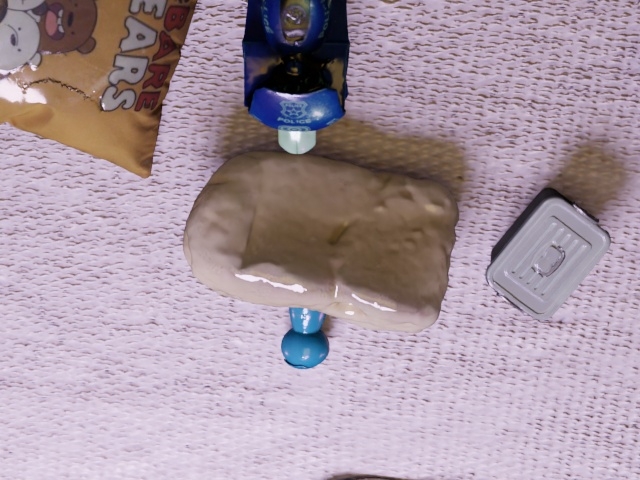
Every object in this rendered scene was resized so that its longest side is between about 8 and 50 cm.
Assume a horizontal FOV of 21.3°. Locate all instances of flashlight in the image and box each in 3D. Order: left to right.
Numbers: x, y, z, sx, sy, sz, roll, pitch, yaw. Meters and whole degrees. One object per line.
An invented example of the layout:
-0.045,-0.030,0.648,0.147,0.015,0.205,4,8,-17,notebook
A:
-0.013,0.069,1.730,0.051,0.051,0.129,4,107,1,flashlight

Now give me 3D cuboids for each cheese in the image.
0.000,0.001,1.659,0.262,0.159,0.093,13,150,-5,cheese

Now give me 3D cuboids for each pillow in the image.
-0.256,-0.227,1.588,0.312,0.119,0.310,11,106,-24,pillow

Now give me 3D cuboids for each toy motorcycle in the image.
-0.020,-0.229,1.557,0.125,0.196,0.331,1,110,0,toy motorcycle

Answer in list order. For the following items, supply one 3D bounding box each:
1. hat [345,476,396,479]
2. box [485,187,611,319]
0.064,0.389,1.826,0.214,0.149,0.245,11,72,5,hat
0.223,0.008,1.694,0.084,0.069,0.122,36,106,-11,box
